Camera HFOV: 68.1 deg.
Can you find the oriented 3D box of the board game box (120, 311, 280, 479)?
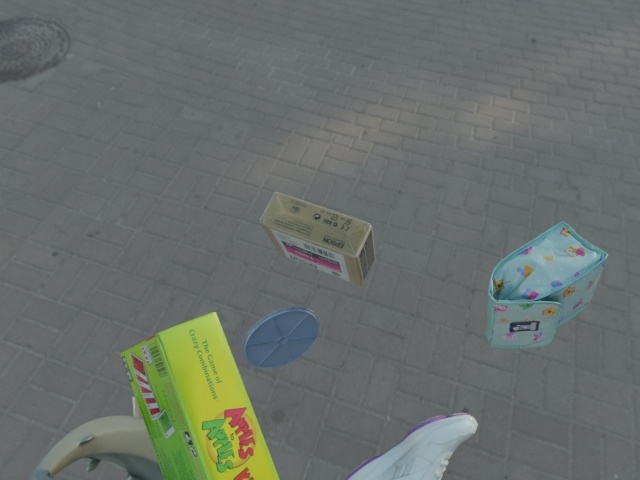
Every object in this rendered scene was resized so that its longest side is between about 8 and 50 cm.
[{"bbox_3d":[-0.076,0.149,0.325,0.043,0.092,0.181,-17,82,-40],"label":"board game box"}]

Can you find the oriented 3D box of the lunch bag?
[{"bbox_3d":[0.482,0.122,1.063,0.262,0.223,0.160,-33,51,-10],"label":"lunch bag"}]

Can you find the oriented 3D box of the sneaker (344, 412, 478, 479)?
[{"bbox_3d":[0.196,0.459,0.927,0.305,0.114,0.152,-40,56,8],"label":"sneaker"}]

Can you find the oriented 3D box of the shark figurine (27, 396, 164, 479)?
[{"bbox_3d":[-0.172,0.202,0.456,0.116,0.278,0.166,-23,59,4],"label":"shark figurine"}]

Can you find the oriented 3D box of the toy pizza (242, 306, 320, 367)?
[{"bbox_3d":[-0.096,0.233,1.155,0.201,0.201,0.032,-19,42,-15],"label":"toy pizza"}]

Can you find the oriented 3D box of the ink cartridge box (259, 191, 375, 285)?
[{"bbox_3d":[0.000,0.000,1.078,0.234,0.193,0.088,20,70,17],"label":"ink cartridge box"}]
